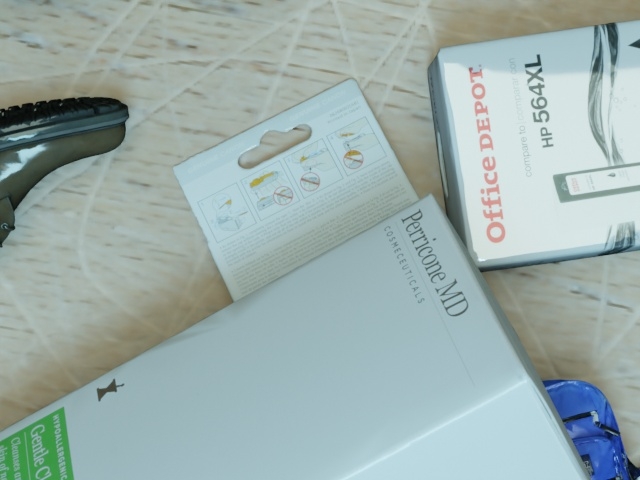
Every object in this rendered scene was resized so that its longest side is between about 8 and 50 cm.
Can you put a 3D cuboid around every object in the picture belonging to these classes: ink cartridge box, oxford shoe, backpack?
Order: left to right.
[{"bbox_3d":[-0.227,-0.031,1.093,0.227,0.083,0.096,-22,106,0],"label":"oxford shoe"},{"bbox_3d":[0.000,0.000,1.111,0.145,0.045,0.179,-27,69,-1],"label":"ink cartridge box"},{"bbox_3d":[0.160,0.149,1.065,0.098,0.101,0.120,-14,83,-7],"label":"backpack"},{"bbox_3d":[0.182,-0.064,1.081,0.203,0.086,0.148,-9,88,-1],"label":"ink cartridge box"}]

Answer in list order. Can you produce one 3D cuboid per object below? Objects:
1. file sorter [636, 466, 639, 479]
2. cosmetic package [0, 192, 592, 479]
[{"bbox_3d":[0.379,0.157,1.028,0.277,0.173,0.193,-34,88,-2],"label":"file sorter"},{"bbox_3d":[-0.036,0.156,0.981,0.365,0.197,0.155,-31,126,5],"label":"cosmetic package"}]
